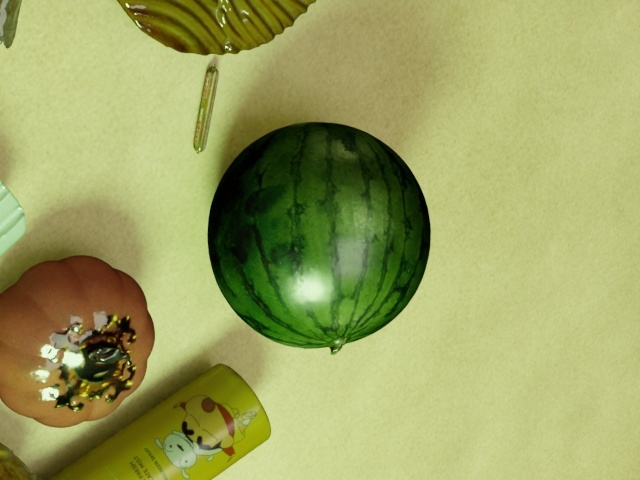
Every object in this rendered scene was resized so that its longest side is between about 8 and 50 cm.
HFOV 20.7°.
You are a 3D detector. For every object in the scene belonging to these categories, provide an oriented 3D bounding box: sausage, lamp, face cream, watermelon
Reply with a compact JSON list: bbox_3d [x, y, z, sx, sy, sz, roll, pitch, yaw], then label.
[{"bbox_3d":[-0.120,-0.137,1.839,0.015,0.015,0.100,-2,113,-38],"label":"sausage"},{"bbox_3d":[-0.248,0.106,1.769,0.182,0.140,0.182,-17,123,-28],"label":"lamp"},{"bbox_3d":[-0.219,0.268,1.895,0.349,0.105,0.105,-34,128,-22],"label":"face cream"},{"bbox_3d":[-0.001,-0.005,1.850,0.242,0.242,0.242,-18,121,-32],"label":"watermelon"}]

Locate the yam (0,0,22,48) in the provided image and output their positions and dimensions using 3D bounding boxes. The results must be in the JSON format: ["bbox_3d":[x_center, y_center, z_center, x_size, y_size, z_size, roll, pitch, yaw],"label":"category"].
[{"bbox_3d":[-0.276,-0.306,1.611,0.046,0.046,0.264,4,107,-40],"label":"yam"}]

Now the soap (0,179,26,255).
[{"bbox_3d":[-0.383,0.005,1.660,0.198,0.066,0.119,-45,133,-13],"label":"soap"}]

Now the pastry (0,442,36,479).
[{"bbox_3d":[-0.366,0.287,1.742,0.182,0.093,0.192,44,46,-8],"label":"pastry"}]

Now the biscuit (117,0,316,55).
[{"bbox_3d":[-0.087,-0.337,1.754,0.318,0.040,0.318,-17,121,-31],"label":"biscuit"}]
